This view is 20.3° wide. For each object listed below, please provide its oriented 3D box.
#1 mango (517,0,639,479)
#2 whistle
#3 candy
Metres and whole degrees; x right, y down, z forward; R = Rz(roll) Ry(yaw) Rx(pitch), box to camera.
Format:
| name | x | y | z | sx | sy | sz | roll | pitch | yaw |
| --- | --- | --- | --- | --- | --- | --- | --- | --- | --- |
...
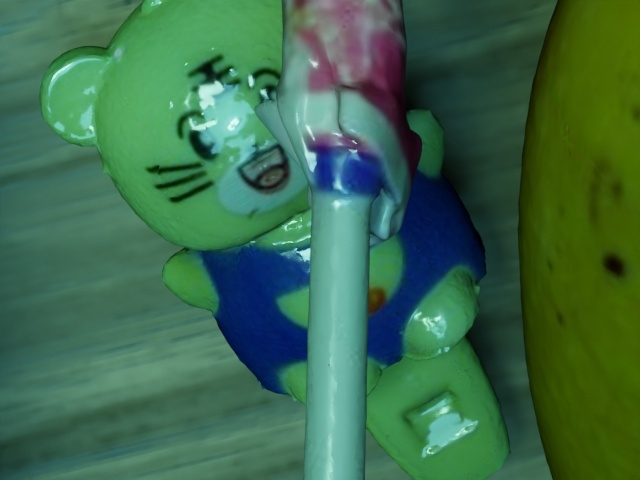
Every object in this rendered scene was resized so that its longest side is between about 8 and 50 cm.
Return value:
| name | x | y | z | sx | sy | sz | roll | pitch | yaw |
| --- | --- | --- | --- | --- | --- | --- | --- | --- | --- |
| mango | 0.218 | 0.037 | 0.548 | 0.300 | 0.232 | 0.446 | -21 | 125 | -1 |
| whistle | 0.000 | 0.000 | 0.578 | 0.105 | 0.085 | 0.227 | -30 | 117 | 3 |
| candy | 0.009 | -0.033 | 0.463 | 0.124 | 0.124 | 0.365 | 2 | 81 | -8 |
